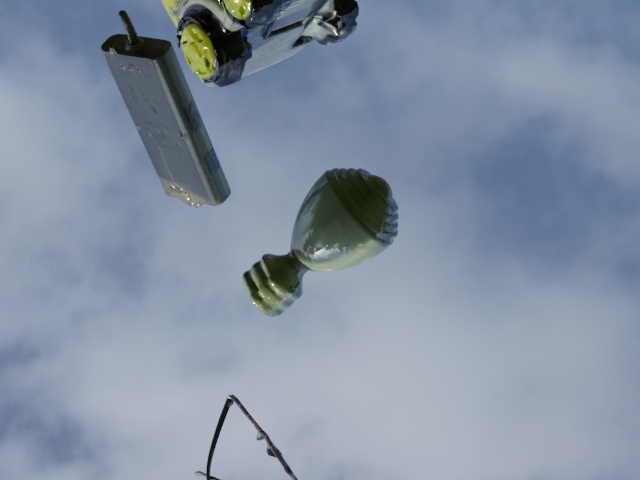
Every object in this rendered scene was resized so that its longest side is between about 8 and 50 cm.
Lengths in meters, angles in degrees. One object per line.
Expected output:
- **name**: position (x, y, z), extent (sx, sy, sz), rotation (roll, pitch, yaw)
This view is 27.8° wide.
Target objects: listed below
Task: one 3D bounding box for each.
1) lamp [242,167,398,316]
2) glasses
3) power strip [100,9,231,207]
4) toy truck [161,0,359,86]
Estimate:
- **lamp**: position (0.000, 0.000, 1.393), extent (0.193, 0.106, 0.106), rotation (-40, -107, 13)
- **glasses**: position (-0.098, 0.251, 1.441), extent (0.103, 0.062, 0.140), rotation (-36, -120, -5)
- **power strip**: position (-0.178, -0.147, 1.465), extent (0.092, 0.268, 0.034), rotation (13, -130, 33)
- **toy truck**: position (-0.022, -0.116, 0.504), extent (0.076, 0.111, 0.077), rotation (-26, -103, -32)
